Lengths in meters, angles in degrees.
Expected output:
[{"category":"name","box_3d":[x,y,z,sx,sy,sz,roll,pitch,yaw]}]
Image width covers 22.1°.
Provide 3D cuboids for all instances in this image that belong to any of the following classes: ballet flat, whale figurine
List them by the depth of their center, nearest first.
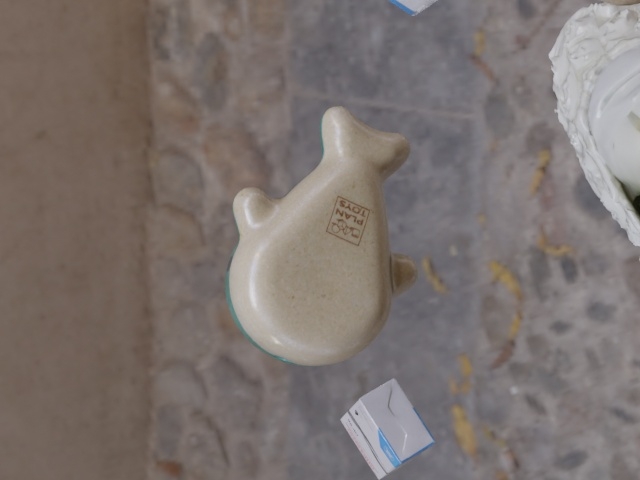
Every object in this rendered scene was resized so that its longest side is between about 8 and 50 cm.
[{"category":"ballet flat","box_3d":[0.267,-0.022,1.068,0.147,0.147,0.409,-49,55,39]},{"category":"whale figurine","box_3d":[0.000,0.000,1.728,0.141,0.216,0.272,-20,50,69]}]

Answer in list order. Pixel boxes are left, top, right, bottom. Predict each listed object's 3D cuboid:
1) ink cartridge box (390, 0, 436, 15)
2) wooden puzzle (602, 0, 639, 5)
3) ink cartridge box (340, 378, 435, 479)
[{"category":"ink cartridge box","box_3d":[0.093,-0.376,1.374,0.198,0.270,0.197,32,153,-14]},{"category":"wooden puzzle","box_3d":[0.241,-0.317,0.776,0.080,0.322,0.348,28,138,42]},{"category":"ink cartridge box","box_3d":[0.040,0.122,1.036,0.048,0.028,0.083,57,163,10]}]
